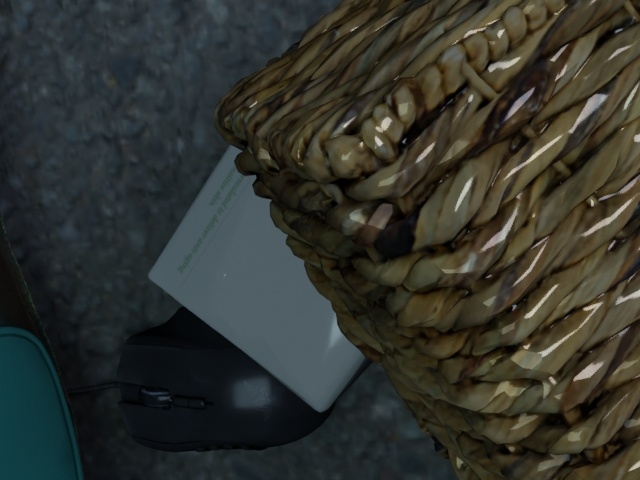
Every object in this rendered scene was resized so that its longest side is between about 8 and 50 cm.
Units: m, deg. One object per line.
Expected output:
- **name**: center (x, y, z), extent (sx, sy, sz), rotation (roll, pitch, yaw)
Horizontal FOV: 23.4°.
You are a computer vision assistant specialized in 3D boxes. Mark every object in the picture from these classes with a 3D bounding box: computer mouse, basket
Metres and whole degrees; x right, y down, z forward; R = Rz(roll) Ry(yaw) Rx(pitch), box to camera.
- **computer mouse**: center (-0.109, 0.074, 0.761), extent (0.242, 0.041, 0.071), rotation (-5, 101, 18)
- **basket**: center (0.142, -0.038, 0.551), extent (0.299, 0.213, 0.223), rotation (-39, 106, -6)

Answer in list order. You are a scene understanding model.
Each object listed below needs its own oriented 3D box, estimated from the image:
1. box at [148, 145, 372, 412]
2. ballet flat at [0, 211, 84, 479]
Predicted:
- **box**: center (0.000, 0.000, 0.687), extent (0.102, 0.087, 0.101), rotation (37, 109, 6)
- **ballet flat**: center (-0.196, 0.045, 0.731), extent (0.123, 0.123, 0.348), rotation (-15, 87, 19)
